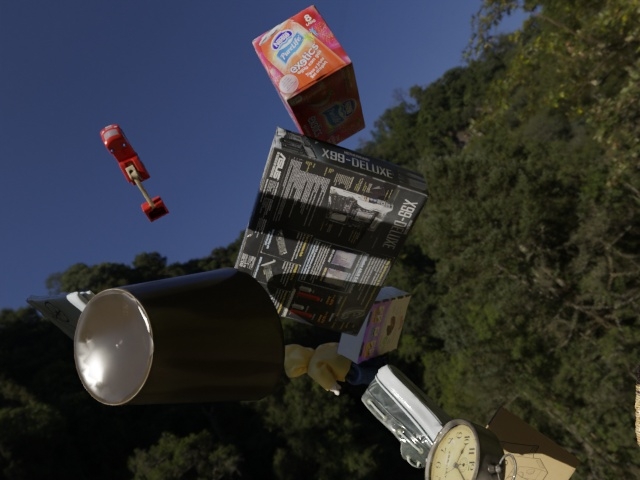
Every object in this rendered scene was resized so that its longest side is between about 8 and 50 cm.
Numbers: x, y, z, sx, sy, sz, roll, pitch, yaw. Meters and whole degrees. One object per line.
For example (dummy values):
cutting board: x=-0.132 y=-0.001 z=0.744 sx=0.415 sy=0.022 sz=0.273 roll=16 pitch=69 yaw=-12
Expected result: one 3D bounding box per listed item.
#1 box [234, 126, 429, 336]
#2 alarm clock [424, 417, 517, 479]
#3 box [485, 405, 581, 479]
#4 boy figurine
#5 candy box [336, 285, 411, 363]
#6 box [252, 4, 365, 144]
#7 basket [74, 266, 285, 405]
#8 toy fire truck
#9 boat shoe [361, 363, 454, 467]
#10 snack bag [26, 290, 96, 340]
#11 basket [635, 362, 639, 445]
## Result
box: x=0.000 y=0.000 z=0.840 sx=0.076 sy=0.242 sz=0.307 roll=-89 pitch=17 yaw=-57
alarm clock: x=0.214 y=0.321 z=0.722 sx=0.192 sy=0.064 sz=0.129 roll=128 pitch=164 yaw=-62
box: x=0.461 y=0.510 z=1.190 sx=0.164 sy=0.201 sz=0.021 roll=-57 pitch=-14 yaw=2
boy figurine: x=0.034 y=0.329 z=1.325 sx=0.177 sy=0.285 sz=0.092 roll=-70 pitch=-16 yaw=-63
candy box: x=0.141 y=0.212 z=1.332 sx=0.196 sy=0.070 sz=0.165 roll=-1 pitch=-72 yaw=-52
box: x=-0.010 y=-0.271 z=0.923 sx=0.122 sy=0.128 sz=0.257 roll=-30 pitch=-15 yaw=3
basket: x=-0.175 y=0.127 z=0.662 sx=0.154 sy=0.204 sz=0.227 roll=-34 pitch=-19 yaw=21
toy fire truck: x=-0.407 y=-0.147 z=1.127 sx=0.047 sy=0.135 sz=0.192 roll=-29 pitch=-49 yaw=-9
boat shoe: x=0.218 y=0.409 z=1.064 sx=0.121 sy=0.335 sz=0.119 roll=27 pitch=-77 yaw=-48
snack bag: x=-0.458 y=0.222 z=1.119 sx=0.342 sy=0.323 sz=0.037 roll=-9 pitch=38 yaw=46
basket: x=0.824 y=0.318 z=1.104 sx=0.299 sy=0.213 sz=0.223 roll=1 pitch=-34 yaw=-16
